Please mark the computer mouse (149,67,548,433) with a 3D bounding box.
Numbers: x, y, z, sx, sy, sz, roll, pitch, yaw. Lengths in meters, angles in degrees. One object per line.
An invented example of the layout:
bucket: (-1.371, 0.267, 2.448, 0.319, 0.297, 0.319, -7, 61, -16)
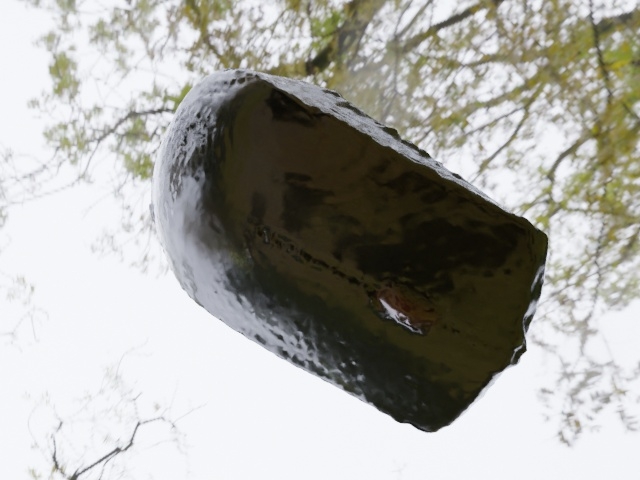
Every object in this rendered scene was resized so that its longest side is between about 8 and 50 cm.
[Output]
computer mouse: (-0.003, 0.000, 0.629, 0.295, 0.168, 0.087, 32, -160, 25)
